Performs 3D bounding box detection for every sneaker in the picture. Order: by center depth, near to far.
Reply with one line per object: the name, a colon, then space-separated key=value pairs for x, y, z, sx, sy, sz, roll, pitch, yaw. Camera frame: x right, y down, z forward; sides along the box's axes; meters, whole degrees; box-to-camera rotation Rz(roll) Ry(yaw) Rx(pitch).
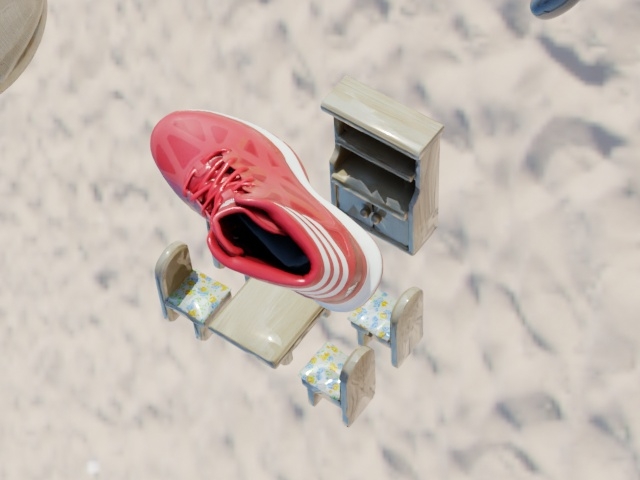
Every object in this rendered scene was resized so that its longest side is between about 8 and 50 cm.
sneaker: x=-0.059 y=-0.037 z=1.161 sx=0.221 sy=0.128 sz=0.087 roll=34 pitch=95 yaw=26

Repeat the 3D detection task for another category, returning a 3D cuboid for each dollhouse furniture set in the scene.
dollhouse furniture set: x=0.000 y=0.000 z=1.461 sx=0.212 sy=0.242 sz=0.161 roll=29 pitch=151 yaw=22

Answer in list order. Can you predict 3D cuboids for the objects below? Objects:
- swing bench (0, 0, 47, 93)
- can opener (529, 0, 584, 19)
swing bench: x=-0.399 y=-0.236 z=1.515 sx=0.253 sy=0.255 sz=0.165 roll=80 pitch=-176 yaw=-69
can opener: x=0.307 y=-0.290 z=1.521 sx=0.283 sy=0.076 sz=0.095 roll=-31 pitch=34 yaw=47
